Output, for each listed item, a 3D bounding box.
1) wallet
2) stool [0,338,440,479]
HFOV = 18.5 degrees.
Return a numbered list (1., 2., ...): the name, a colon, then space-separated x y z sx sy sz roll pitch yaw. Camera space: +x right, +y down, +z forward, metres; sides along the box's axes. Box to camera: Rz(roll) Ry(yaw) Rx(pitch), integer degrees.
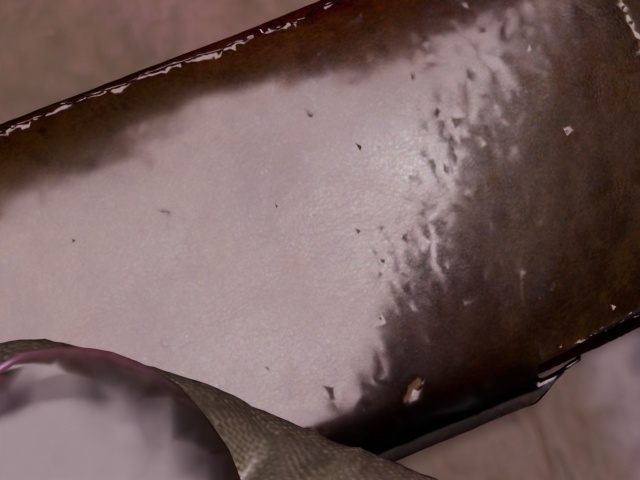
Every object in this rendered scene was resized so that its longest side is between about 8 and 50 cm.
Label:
1. wallet: 0.000 0.000 0.566 0.255 0.031 0.137 -23 89 -15
2. stool: 0.002 0.191 0.411 0.310 0.226 0.310 23 76 -10
